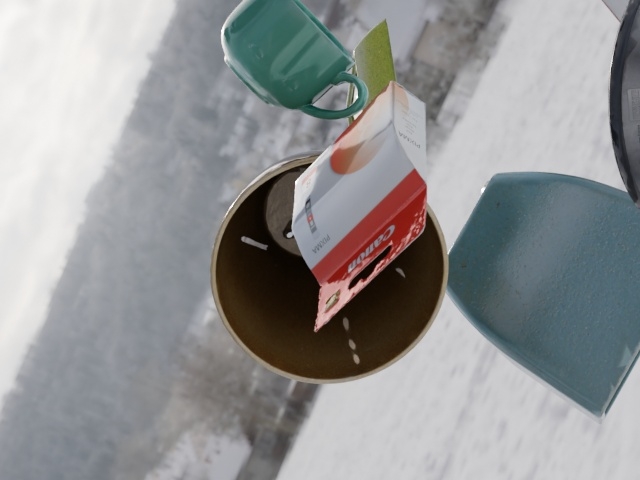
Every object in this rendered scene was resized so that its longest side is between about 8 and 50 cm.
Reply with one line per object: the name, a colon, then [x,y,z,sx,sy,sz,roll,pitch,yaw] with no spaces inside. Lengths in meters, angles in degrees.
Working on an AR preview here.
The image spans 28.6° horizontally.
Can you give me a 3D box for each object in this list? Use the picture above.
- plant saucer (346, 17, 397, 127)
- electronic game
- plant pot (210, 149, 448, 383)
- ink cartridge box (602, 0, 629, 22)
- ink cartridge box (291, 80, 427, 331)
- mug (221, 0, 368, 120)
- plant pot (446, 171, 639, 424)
plant saucer: [0.067,-0.161,1.655,0.188,0.045,0.188,96,169,-61]
electronic game: [0.302,-0.119,1.014,0.048,0.229,0.229,6,68,45]
plant pot: [0.000,0.000,1.363,0.254,0.237,0.237,-107,40,-74]
ink cartridge box: [0.427,-0.390,1.717,0.130,0.272,0.309,-37,45,19]
ink cartridge box: [0.028,-0.031,1.049,0.145,0.045,0.179,-45,22,32]
mug: [-0.036,-0.191,1.317,0.097,0.129,0.158,-43,50,10]
plant pot: [0.285,0.050,1.513,0.247,0.252,0.248,-61,-16,-3]
